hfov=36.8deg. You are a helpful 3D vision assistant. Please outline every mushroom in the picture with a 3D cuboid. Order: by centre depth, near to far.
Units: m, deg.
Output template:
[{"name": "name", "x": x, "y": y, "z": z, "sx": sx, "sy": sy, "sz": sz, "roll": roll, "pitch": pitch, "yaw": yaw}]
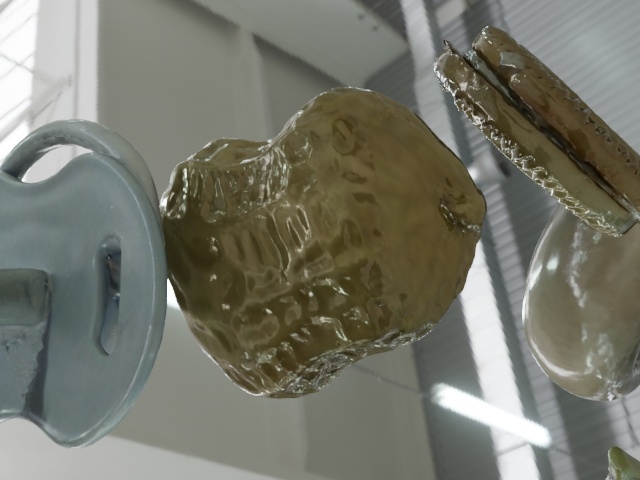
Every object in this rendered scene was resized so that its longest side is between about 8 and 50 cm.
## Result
[{"name": "mushroom", "x": 0.450, "y": 0.064, "z": 1.330, "sx": 0.295, "sy": 0.362, "sz": 0.362, "roll": 29, "pitch": -160, "yaw": 28}]

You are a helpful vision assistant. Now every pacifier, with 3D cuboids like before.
[{"name": "pacifier", "x": -0.230, "y": 0.023, "z": 0.644, "sx": 0.207, "sy": 0.279, "sz": 0.227, "roll": 5, "pitch": -98, "yaw": -51}]

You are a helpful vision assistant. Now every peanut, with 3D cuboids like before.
[{"name": "peanut", "x": 0.000, "y": 0.000, "z": 0.682, "sx": 0.196, "sy": 0.233, "sz": 0.110, "roll": 67, "pitch": -160, "yaw": 4}]

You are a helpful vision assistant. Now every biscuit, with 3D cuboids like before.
[{"name": "biscuit", "x": 0.213, "y": -0.102, "z": 0.890, "sx": 0.259, "sy": 0.079, "sz": 0.259, "roll": 40, "pitch": -163, "yaw": -14}]

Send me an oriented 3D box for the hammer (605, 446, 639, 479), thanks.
[{"name": "hammer", "x": 0.272, "y": 0.321, "z": 1.042, "sx": 0.159, "sy": 0.226, "sz": 0.041, "roll": 30, "pitch": -159, "yaw": -22}]
